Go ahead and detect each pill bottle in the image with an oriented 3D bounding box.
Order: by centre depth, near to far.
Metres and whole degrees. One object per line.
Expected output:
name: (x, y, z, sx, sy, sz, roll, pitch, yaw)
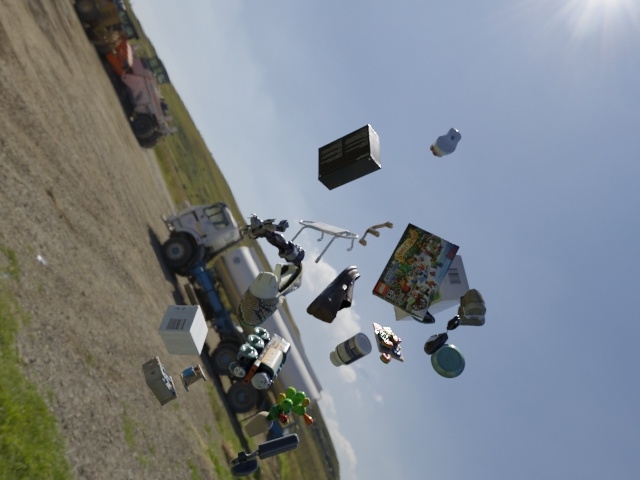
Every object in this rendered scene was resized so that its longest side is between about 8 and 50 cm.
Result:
pill bottle: (0.118, 0.449, 1.851, 0.169, 0.094, 0.094, -37, -110, 32)

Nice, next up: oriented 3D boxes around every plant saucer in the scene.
plant saucer: (0.443, 0.413, 1.577, 0.119, 0.119, 0.021, 61, -11, 26)

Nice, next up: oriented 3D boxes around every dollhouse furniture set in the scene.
dollhouse furniture set: (-0.563, 0.507, 1.756, 0.129, 0.183, 0.129, 37, -30, 54)

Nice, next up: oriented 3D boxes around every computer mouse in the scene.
computer mouse: (0.365, 0.282, 1.382, 0.041, 0.071, 0.242, 56, -27, 28)

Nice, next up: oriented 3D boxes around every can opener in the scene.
can opener: (-0.214, 0.829, 1.762, 0.093, 0.280, 0.074, 61, -28, 34)

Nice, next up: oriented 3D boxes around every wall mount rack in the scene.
wall mount rack: (0.000, 0.000, 2.259, 0.349, 0.304, 0.131, 18, -72, 35)

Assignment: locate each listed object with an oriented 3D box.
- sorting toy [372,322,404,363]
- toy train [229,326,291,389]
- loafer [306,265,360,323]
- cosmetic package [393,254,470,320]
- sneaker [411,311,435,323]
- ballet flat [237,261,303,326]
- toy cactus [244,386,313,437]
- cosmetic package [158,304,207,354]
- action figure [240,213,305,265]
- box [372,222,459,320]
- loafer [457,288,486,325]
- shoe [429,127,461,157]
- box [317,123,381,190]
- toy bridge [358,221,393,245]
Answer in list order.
sorting toy: (0.315, 0.459, 2.054, 0.046, 0.132, 0.275, -56, -163, 22)
toy train: (-0.242, 0.486, 1.889, 0.190, 0.142, 0.334, 31, 16, 2)
loafer: (0.076, 0.238, 1.934, 0.130, 0.366, 0.134, 45, -48, 4)
cosmetic package: (0.457, 0.210, 1.951, 0.365, 0.155, 0.197, 133, -47, -57)
sneaker: (0.370, 0.244, 1.739, 0.188, 0.067, 0.078, 56, -45, 40)
ballet flat: (-0.203, 0.187, 1.956, 0.163, 0.483, 0.182, 22, -67, 15)
toy cactus: (-0.114, 0.476, 1.235, 0.112, 0.180, 0.219, 60, -15, 7)
cosmetic package: (-0.626, 0.413, 2.096, 0.152, 0.151, 0.184, -82, 172, -47)
action figure: (-0.179, -0.014, 1.733, 0.185, 0.099, 0.285, -3, -35, 38)
box: (0.269, 0.086, 1.294, 0.159, 0.233, 0.044, 27, -13, 14)
loafer: (0.529, 0.237, 1.588, 0.251, 0.094, 0.088, 76, 17, -63)
shoe: (0.373, -0.284, 1.406, 0.063, 0.178, 0.081, 44, -47, 1)
box: (0.121, -0.352, 1.956, 0.103, 0.261, 0.185, 40, 41, -42)
toy bridge: (0.237, -0.036, 2.036, 0.063, 0.188, 0.026, 32, -37, 43)
